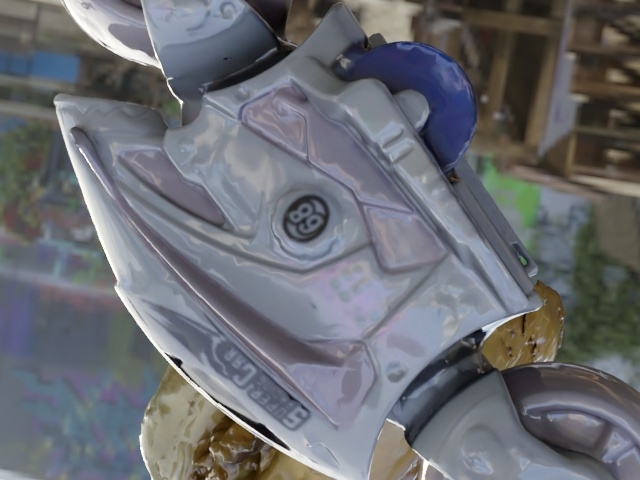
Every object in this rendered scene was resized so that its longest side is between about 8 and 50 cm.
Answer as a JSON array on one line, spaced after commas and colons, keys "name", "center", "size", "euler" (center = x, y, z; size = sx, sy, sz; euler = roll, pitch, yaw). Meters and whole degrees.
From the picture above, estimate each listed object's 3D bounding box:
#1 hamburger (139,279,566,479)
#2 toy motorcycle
[{"name": "hamburger", "center": [0.016, 0.076, 0.711], "size": [0.108, 0.213, 0.214], "euler": [38, -170, 20]}, {"name": "toy motorcycle", "center": [0.000, 0.000, 0.429], "size": [0.112, 0.254, 0.112], "euler": [-33, 177, -2]}]
